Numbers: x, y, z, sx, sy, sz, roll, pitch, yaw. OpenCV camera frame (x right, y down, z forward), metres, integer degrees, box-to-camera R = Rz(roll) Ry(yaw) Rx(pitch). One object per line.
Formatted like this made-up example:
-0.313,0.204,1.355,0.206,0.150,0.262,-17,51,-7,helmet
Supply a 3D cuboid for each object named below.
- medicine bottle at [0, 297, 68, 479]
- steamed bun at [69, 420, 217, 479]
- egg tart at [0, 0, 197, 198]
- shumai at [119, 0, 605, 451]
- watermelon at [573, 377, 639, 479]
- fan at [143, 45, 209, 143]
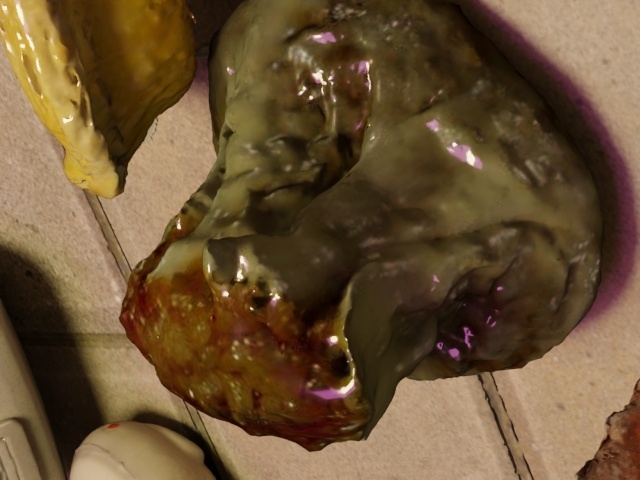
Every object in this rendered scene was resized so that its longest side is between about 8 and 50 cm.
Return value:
-0.382,0.196,2.034,0.282,0.123,0.375,-130,24,-63,medicine bottle
-0.178,0.300,1.980,0.228,0.131,0.177,51,142,12,steamed bun
-0.201,-0.228,1.492,0.388,0.169,0.387,164,90,-86,egg tart
0.000,0.000,1.426,0.397,0.323,0.324,39,142,13,shumai
0.331,0.194,1.374,0.231,0.310,0.193,-120,14,-62,watermelon
-0.187,-0.170,1.714,0.329,0.009,0.190,0,119,44,fan
